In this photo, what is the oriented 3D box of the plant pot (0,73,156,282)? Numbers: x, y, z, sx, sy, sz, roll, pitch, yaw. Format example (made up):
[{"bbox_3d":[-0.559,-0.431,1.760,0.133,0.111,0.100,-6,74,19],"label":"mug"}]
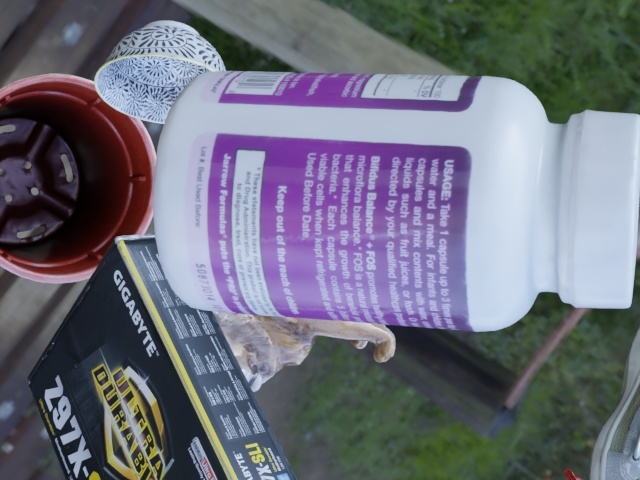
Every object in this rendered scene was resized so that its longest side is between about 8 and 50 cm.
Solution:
[{"bbox_3d":[-0.394,-0.083,1.758,0.272,0.272,0.265,-50,-160,-15],"label":"plant pot"}]

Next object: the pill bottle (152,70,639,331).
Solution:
[{"bbox_3d":[0.056,-0.026,0.839,0.169,0.301,0.169,4,90,-75],"label":"pill bottle"}]

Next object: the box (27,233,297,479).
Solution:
[{"bbox_3d":[-0.167,0.196,1.261,0.079,0.322,0.257,-5,145,-40],"label":"box"}]

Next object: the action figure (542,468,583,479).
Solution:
[{"bbox_3d":[0.235,0.235,1.110,0.038,0.030,0.115,-33,139,19],"label":"action figure"}]

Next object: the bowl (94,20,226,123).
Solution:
[{"bbox_3d":[-0.186,-0.215,1.539,0.170,0.170,0.080,83,10,-67],"label":"bowl"}]

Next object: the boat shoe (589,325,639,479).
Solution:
[{"bbox_3d":[0.352,0.198,1.247,0.103,0.118,0.320,-22,-147,48],"label":"boat shoe"}]

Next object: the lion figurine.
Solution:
[{"bbox_3d":[0.000,0.000,1.363,0.392,0.240,0.142,-66,-158,6],"label":"lion figurine"}]
